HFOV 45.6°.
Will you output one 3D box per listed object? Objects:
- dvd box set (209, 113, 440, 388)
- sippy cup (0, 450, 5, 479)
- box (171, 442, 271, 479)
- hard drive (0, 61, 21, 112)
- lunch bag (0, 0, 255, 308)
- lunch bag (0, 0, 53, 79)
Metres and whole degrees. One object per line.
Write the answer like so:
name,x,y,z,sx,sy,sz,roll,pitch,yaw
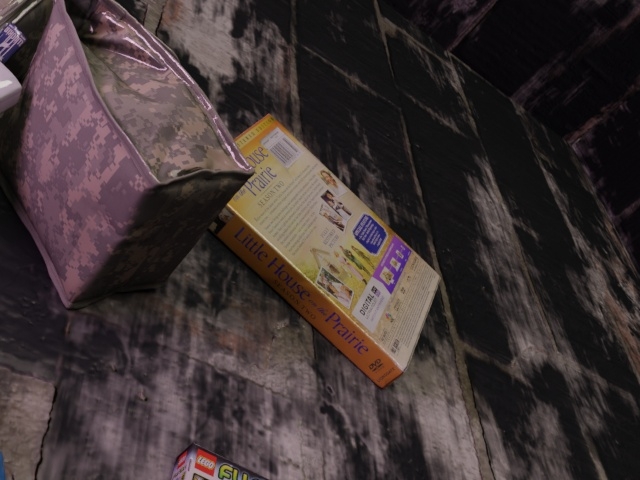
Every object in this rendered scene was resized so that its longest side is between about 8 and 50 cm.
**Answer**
dvd box set,0.000,0.000,1.211,0.420,0.062,0.308,43,30,-5
sippy cup,-0.328,0.174,0.458,0.239,0.306,0.224,9,3,27
box,-0.063,0.304,0.787,0.207,0.036,0.114,33,32,-20
hard drive,-0.489,-0.140,0.686,0.233,0.047,0.353,45,48,-3
lunch bag,-0.247,-0.108,0.865,0.168,0.235,0.287,-14,64,-50
lunch bag,-0.453,-0.332,0.931,0.305,0.212,0.256,41,47,-6
